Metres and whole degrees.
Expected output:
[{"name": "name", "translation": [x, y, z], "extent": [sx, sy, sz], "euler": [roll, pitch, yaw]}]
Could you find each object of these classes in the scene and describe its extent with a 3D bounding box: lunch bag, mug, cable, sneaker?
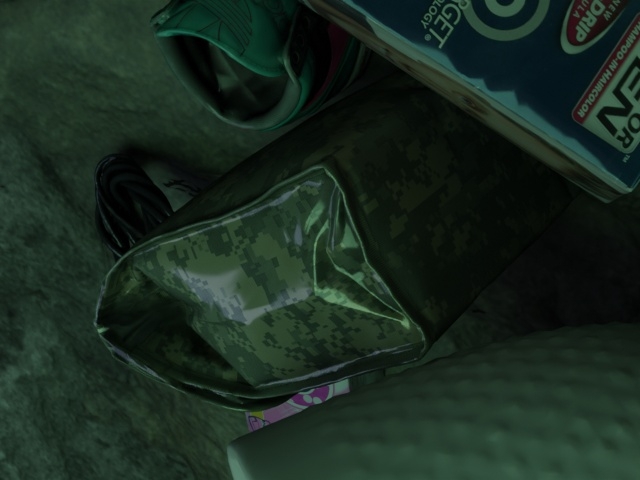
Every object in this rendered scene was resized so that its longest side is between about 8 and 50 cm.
[{"name": "lunch bag", "translation": [0.000, 0.000, 1.258], "extent": [0.287, 0.235, 0.169], "euler": [-20, 104, 42]}, {"name": "mug", "translation": [0.153, 0.209, 1.063], "extent": [0.374, 0.328, 0.276], "euler": [-133, 23, -69]}, {"name": "cable", "translation": [-0.138, 0.012, 1.455], "extent": [0.184, 0.047, 0.150], "euler": [63, 164, -4]}, {"name": "sneaker", "translation": [-0.036, -0.193, 1.183], "extent": [0.124, 0.178, 0.295], "euler": [19, 130, 21]}]

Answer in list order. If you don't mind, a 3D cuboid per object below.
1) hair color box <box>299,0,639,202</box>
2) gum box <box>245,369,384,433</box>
[{"name": "hair color box", "translation": [0.060, -0.159, 1.029], "extent": [0.347, 0.174, 0.105], "euler": [33, 93, 5]}, {"name": "gum box", "translation": [-0.009, 0.097, 1.456], "extent": [0.107, 0.062, 0.188], "euler": [12, 127, 27]}]
